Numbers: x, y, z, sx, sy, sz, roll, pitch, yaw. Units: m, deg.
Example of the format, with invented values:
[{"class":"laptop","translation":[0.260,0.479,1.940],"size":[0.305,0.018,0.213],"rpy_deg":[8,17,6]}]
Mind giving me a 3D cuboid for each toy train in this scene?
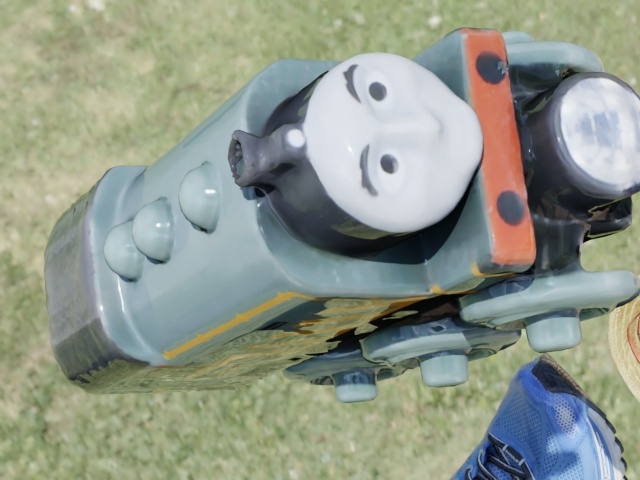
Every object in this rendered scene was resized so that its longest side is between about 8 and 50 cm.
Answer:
[{"class":"toy train","translation":[0.000,0.000,0.675],"size":[0.190,0.334,0.142],"rpy_deg":[-1,77,-28]}]

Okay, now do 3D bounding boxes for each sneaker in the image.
[{"class":"sneaker","translation":[0.160,0.240,1.278],"size":[0.147,0.330,0.130],"rpy_deg":[-15,43,-27]}]

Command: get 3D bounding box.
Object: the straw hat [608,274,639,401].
[{"class":"straw hat","translation":[0.247,0.060,0.866],"size":[0.144,0.144,0.061],"rpy_deg":[22,41,35]}]
